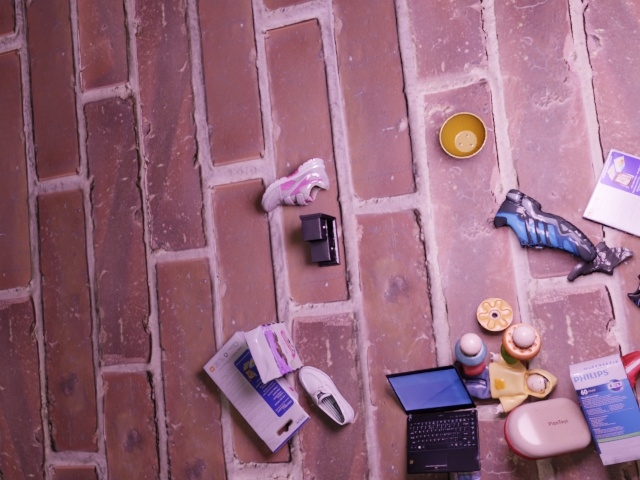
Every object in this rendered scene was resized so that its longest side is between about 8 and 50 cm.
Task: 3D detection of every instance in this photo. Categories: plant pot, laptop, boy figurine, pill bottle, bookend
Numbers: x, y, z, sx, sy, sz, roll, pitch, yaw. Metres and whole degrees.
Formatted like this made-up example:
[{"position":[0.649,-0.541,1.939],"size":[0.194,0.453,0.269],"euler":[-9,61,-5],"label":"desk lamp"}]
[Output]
[{"position":[0.427,-0.302,1.860],"size":[0.134,0.095,0.134],"euler":[-1,86,19],"label":"plant pot"},{"position":[0.316,0.515,1.792],"size":[0.234,0.136,0.264],"euler":[-18,55,36],"label":"laptop"},{"position":[0.525,0.411,1.792],"size":[0.285,0.092,0.177],"euler":[1,85,22],"label":"boy figurine"},{"position":[0.417,0.625,1.820],"size":[0.078,0.078,0.137],"euler":[-10,84,18],"label":"pill bottle"},{"position":[0.000,0.000,1.953],"size":[0.072,0.157,0.156],"euler":[-7,84,18],"label":"bookend"}]

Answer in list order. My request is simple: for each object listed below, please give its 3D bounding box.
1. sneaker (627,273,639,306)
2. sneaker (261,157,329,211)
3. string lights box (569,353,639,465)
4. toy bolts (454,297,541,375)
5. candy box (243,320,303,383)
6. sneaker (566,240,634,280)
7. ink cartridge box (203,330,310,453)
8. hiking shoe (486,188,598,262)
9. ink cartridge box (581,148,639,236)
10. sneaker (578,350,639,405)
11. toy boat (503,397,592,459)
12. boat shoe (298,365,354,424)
[{"position":[0.918,0.079,1.683],"size":[0.090,0.081,0.232],"euler":[28,97,11],"label":"sneaker"},{"position":[-0.078,-0.157,2.016],"size":[0.252,0.103,0.111],"euler":[-33,76,15],"label":"sneaker"},{"position":[0.764,0.444,1.648],"size":[0.133,0.077,0.260],"euler":[-20,92,22],"label":"string lights box"},{"position":[0.470,0.255,1.737],"size":[0.228,0.158,0.218],"euler":[-23,61,0],"label":"toy bolts"},{"position":[-0.145,0.345,1.960],"size":[0.070,0.196,0.165],"euler":[-27,79,15],"label":"candy box"},{"position":[0.777,0.070,1.746],"size":[0.170,0.051,0.089],"euler":[-48,70,7],"label":"sneaker"},{"position":[-0.204,0.488,2.042],"size":[0.176,0.069,0.371],"euler":[-47,72,10],"label":"ink cartridge box"},{"position":[0.633,-0.018,1.776],"size":[0.304,0.113,0.132],"euler":[41,108,28],"label":"hiking shoe"},{"position":[0.864,-0.122,1.731],"size":[0.208,0.045,0.206],"euler":[23,94,19],"label":"ink cartridge box"},{"position":[0.827,0.410,1.706],"size":[0.128,0.087,0.221],"euler":[43,112,7],"label":"sneaker"},{"position":[0.614,0.533,1.733],"size":[0.231,0.151,0.151],"euler":[-5,52,-15],"label":"toy boat"},{"position":[0.015,0.481,1.963],"size":[0.226,0.076,0.083],"euler":[39,99,16],"label":"boat shoe"}]
